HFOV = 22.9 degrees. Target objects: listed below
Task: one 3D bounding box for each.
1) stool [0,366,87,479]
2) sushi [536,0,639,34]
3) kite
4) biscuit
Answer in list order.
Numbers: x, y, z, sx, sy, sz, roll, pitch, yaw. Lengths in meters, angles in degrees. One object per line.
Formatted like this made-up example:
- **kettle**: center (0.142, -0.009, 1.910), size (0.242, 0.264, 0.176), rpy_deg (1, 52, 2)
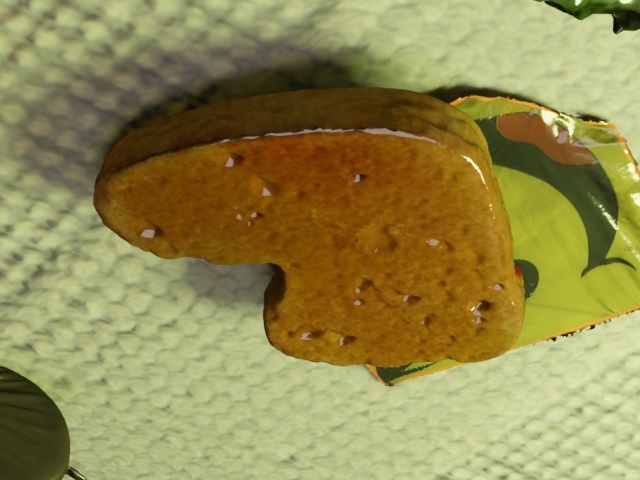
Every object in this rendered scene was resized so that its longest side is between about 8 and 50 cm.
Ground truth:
- **stool**: center (-0.288, 0.157, 1.205), size (0.217, 0.125, 0.121), rpy_deg (26, 133, -18)
- **sushi**: center (0.176, -0.271, 0.715), size (0.294, 0.178, 0.352), rpy_deg (-1, 140, -7)
- **kite**: center (0.103, 0.015, 1.156), size (0.378, 0.013, 0.327), rpy_deg (11, 136, -15)
- **biscuit**: center (0.000, -0.002, 1.087), size (0.262, 0.052, 0.277), rpy_deg (-9, 139, 14)
